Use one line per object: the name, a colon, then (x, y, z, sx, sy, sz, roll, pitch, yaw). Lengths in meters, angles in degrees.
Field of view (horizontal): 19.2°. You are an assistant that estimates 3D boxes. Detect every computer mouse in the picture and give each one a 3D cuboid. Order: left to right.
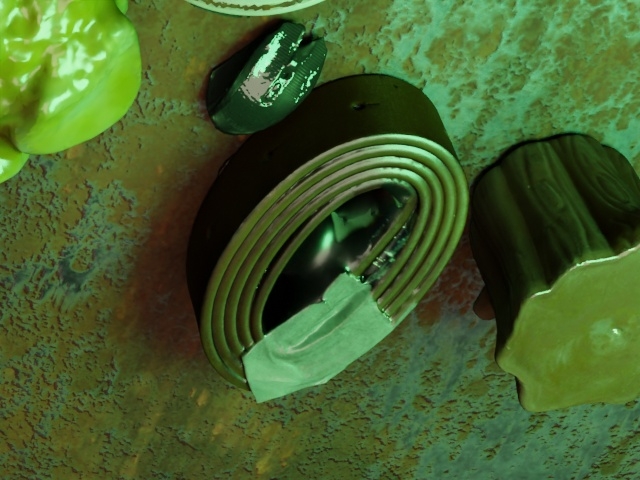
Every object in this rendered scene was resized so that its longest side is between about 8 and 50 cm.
computer mouse: (-0.050, -0.144, 1.752, 0.079, 0.047, 0.135, 34, 112, -34)

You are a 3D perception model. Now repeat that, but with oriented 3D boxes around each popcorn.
popcorn: (-0.306, -0.212, 1.520, 0.292, 0.293, 0.334, -42, 154, -16)

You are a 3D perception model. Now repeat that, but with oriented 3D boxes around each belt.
belt: (0.000, 0.000, 1.835, 0.217, 0.122, 0.338, 25, 117, -27)

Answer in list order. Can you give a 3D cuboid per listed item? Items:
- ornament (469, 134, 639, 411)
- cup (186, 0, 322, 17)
ornament: (0.260, 0.023, 1.847, 0.221, 0.217, 0.235, 15, 123, -24)
cup: (-0.063, -0.329, 1.400, 0.253, 0.253, 0.274, -19, 163, 2)
